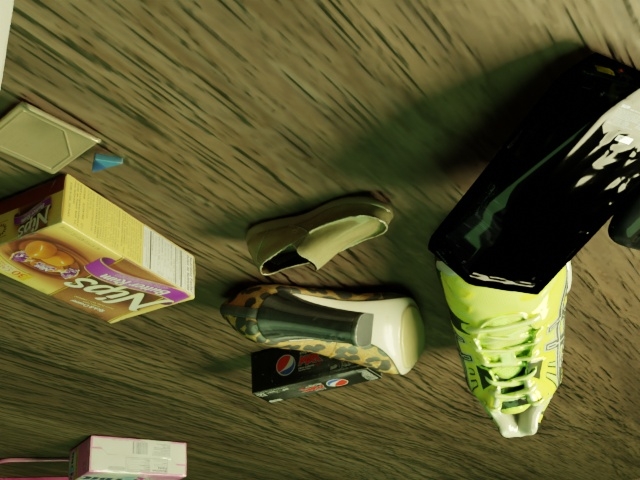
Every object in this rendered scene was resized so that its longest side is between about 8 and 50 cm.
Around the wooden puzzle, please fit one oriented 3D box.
[{"bbox_3d":[-0.217,-0.080,0.608,0.078,0.014,0.116,-17,149,29],"label":"wooden puzzle"}]

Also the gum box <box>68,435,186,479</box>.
[{"bbox_3d":[-0.336,0.396,1.407,0.188,0.062,0.107,14,146,-31],"label":"gum box"}]

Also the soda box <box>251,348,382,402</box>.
[{"bbox_3d":[-0.007,0.165,1.043,0.168,0.060,0.053,-16,149,20],"label":"soda box"}]

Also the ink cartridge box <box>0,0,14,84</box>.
[{"bbox_3d":[-0.258,-0.128,0.430,0.143,0.090,0.092,-7,152,2],"label":"ink cartridge box"}]

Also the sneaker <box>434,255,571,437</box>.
[{"bbox_3d":[0.220,0.107,0.886,0.145,0.147,0.385,-12,149,15],"label":"sneaker"}]

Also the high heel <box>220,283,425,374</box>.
[{"bbox_3d":[0.012,0.098,0.938,0.186,0.093,0.261,6,172,28],"label":"high heel"}]

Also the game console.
[{"bbox_3d":[0.282,-0.028,0.706,0.361,0.044,0.213,11,129,-34],"label":"game console"}]

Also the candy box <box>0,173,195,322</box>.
[{"bbox_3d":[-0.215,0.015,0.741,0.109,0.053,0.186,-17,148,21],"label":"candy box"}]

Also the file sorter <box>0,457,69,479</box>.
[{"bbox_3d":[-0.508,0.555,1.438,0.202,0.291,0.182,4,147,-17],"label":"file sorter"}]

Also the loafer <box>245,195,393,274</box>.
[{"bbox_3d":[0.000,0.000,0.751,0.148,0.050,0.056,-16,150,19],"label":"loafer"}]
